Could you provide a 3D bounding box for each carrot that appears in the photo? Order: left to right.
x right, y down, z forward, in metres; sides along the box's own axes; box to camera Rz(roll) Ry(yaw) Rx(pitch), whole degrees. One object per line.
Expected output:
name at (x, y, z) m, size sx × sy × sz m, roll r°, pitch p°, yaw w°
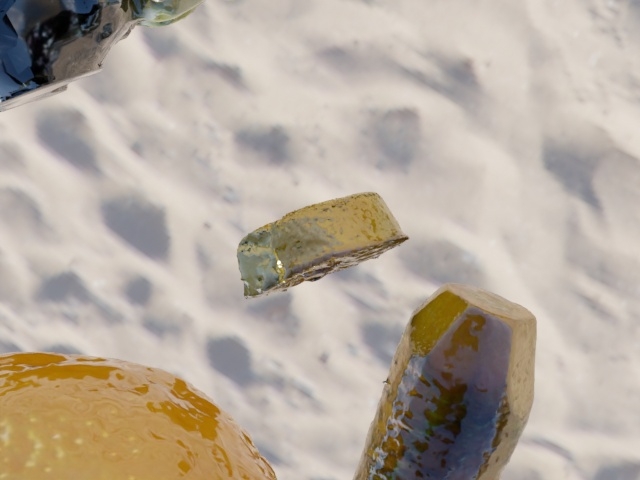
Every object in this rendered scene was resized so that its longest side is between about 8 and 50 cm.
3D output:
carrot at (0.079, 0.180, 1.326) m, size 0.114 × 0.114 × 0.302 m, roll 23°, pitch 106°, yaw 13°

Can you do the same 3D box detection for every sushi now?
sushi at (-0.223, -0.291, 1.420) m, size 0.329 × 0.285 × 0.328 m, roll 57°, pitch -178°, yaw -3°

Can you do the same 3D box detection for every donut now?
donut at (0.000, 0.000, 1.017) m, size 0.108 × 0.097 × 0.043 m, roll -22°, pitch 87°, yaw 57°

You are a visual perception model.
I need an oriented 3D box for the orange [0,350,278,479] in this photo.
orange at (-0.133, 0.218, 0.908) m, size 0.340 × 0.293 × 0.341 m, roll 47°, pitch 158°, yaw 25°
